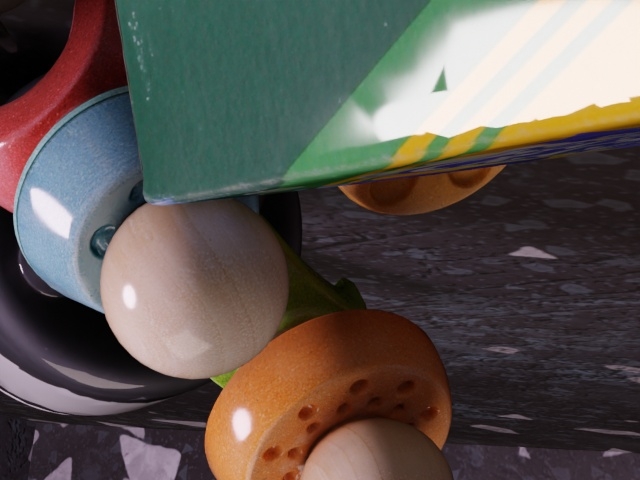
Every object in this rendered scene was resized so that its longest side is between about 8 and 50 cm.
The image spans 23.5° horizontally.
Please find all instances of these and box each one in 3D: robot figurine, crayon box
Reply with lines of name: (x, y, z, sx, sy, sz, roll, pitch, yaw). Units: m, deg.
robot figurine: (-0.111, 0.007, 0.798, 0.173, 0.209, 0.278, -31, -179, -21)
crayon box: (0.120, -0.073, 0.392, 0.203, 0.083, 0.323, -9, 180, -41)

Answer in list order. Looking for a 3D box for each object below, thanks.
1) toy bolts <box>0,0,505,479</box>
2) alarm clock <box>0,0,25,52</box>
toy bolts: (0.000, 0.000, 0.562, 0.228, 0.218, 0.158, 33, -165, -41)
alarm clock: (-0.168, -0.122, 0.513, 0.129, 0.064, 0.192, -3, 162, 39)
